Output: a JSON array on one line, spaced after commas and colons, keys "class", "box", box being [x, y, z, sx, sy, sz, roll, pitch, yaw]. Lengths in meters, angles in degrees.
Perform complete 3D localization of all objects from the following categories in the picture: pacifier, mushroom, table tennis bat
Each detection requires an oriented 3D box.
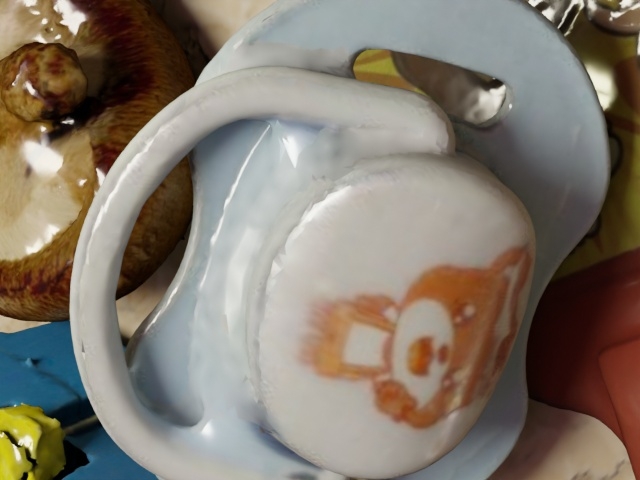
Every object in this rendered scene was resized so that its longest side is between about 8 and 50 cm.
[{"class": "pacifier", "box": [0.000, 0.000, 0.601, 0.227, 0.207, 0.279, 13, 107, -14]}, {"class": "mushroom", "box": [-0.155, -0.060, 0.745, 0.194, 0.138, 0.231, -36, 64, 42]}, {"class": "table tennis bat", "box": [0.131, -0.017, 0.614, 0.268, 0.051, 0.415, -24, 79, 33]}]

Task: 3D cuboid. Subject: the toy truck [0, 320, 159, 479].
[{"class": "toy truck", "box": [-0.065, 0.187, 0.687, 0.385, 0.161, 0.162, 29, 117, 26]}]
